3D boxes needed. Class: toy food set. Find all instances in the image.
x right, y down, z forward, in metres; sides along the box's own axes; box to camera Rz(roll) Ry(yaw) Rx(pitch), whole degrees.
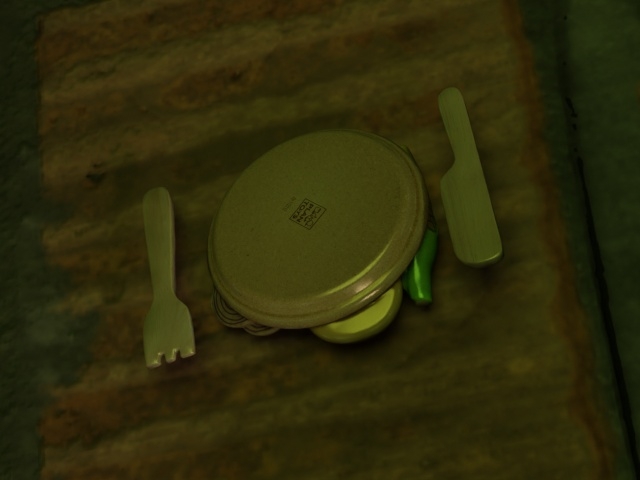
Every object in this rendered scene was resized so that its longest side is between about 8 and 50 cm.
[{"bbox_3d":[0.000,0.000,0.903,0.192,0.038,0.132,-17,52,13],"label":"toy food set"}]
